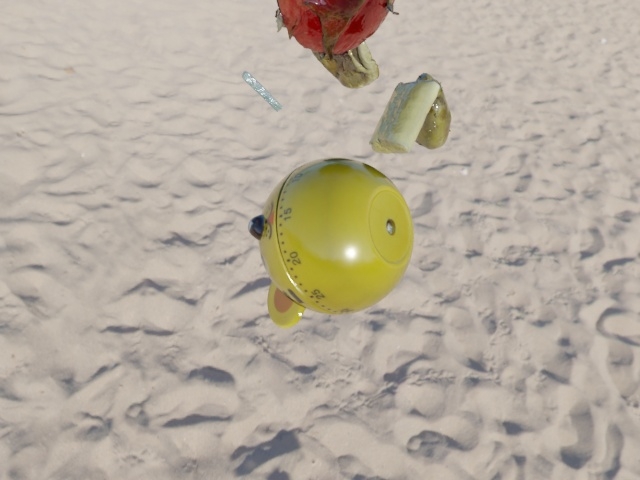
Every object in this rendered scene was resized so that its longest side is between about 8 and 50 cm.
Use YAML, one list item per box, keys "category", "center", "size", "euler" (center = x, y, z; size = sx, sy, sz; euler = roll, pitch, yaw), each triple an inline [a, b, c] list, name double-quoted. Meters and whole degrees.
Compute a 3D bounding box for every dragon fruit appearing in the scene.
- category: "dragon fruit"
  center: [0.061, -0.548, 1.081]
  size: [0.343, 0.282, 0.100]
  euler: [-21, 45, -11]

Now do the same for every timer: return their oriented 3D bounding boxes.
- category: "timer"
  center: [0.000, 0.000, 1.070]
  size: [0.376, 0.386, 0.376]
  euler: [13, 71, -43]

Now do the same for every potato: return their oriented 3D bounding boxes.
- category: "potato"
  center: [0.406, -0.473, 1.789]
  size: [0.141, 0.296, 0.192]
  euler: [-17, 40, 2]

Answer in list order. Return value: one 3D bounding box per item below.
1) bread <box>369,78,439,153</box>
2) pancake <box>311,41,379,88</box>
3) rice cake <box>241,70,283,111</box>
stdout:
- category: "bread"
  center: [0.198, -0.297, 1.157]
  size: [0.060, 0.139, 0.178]
  euler: [30, 82, -30]
- category: "pancake"
  center: [0.062, -0.722, 1.812]
  size: [0.387, 0.387, 0.082]
  euler: [41, 83, 22]
- category: "rice cake"
  center: [-0.201, -0.516, 1.674]
  size: [0.180, 0.030, 0.042]
  euler: [39, 14, -33]
